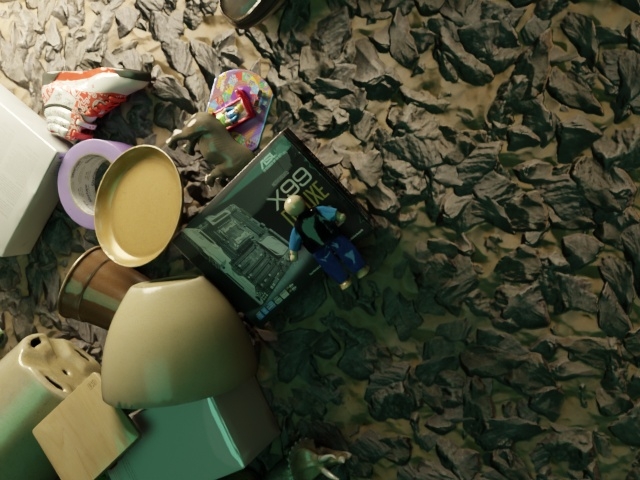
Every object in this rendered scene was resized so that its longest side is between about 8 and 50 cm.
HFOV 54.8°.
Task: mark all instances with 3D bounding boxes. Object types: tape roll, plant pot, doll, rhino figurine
[{"bbox_3d":[-0.454,-0.118,1.310,0.189,0.080,0.188,1,94,19],"label":"tape roll"},{"bbox_3d":[-0.345,-0.065,1.191,0.236,0.032,0.236,-4,82,30],"label":"plant pot"},{"bbox_3d":[0.000,0.000,1.093,0.129,0.046,0.189,-35,100,16],"label":"doll"},{"bbox_3d":[-0.623,0.379,1.309,0.334,0.334,0.305,42,94,11],"label":"plant pot"},{"bbox_3d":[-0.267,0.167,1.139,0.284,0.284,0.190,-5,95,19],"label":"plant pot"},{"bbox_3d":[-0.179,-0.150,1.211,0.243,0.073,0.106,43,113,-5],"label":"rhino figurine"},{"bbox_3d":[-0.422,0.120,1.285,0.165,0.167,0.167,24,102,6],"label":"plant pot"}]

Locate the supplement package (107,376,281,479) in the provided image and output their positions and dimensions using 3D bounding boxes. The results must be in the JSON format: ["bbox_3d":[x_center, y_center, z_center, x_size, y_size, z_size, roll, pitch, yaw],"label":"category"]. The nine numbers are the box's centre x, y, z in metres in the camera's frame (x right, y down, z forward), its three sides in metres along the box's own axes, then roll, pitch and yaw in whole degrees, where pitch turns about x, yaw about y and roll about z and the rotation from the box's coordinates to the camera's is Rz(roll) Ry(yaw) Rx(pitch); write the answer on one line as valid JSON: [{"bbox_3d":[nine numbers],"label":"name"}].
[{"bbox_3d":[-0.264,0.389,1.236,0.293,0.177,0.175,-28,85,20],"label":"supplement package"}]

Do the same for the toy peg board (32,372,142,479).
[{"bbox_3d":[-0.425,0.367,1.169,0.161,0.079,0.161,-44,66,-4],"label":"toy peg board"}]

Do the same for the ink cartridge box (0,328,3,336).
[{"bbox_3d":[-0.879,0.279,1.445,0.092,0.160,0.219,42,107,11],"label":"ink cartridge box"}]

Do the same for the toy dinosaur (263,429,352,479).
[{"bbox_3d":[-0.068,0.468,1.186,0.121,0.160,0.313,42,105,11],"label":"toy dinosaur"}]

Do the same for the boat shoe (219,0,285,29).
[{"bbox_3d":[-0.088,-0.558,1.121,0.132,0.130,0.355,37,105,13],"label":"boat shoe"}]

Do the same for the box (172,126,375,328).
[{"bbox_3d":[-0.088,-0.020,1.164,0.307,0.076,0.242,-41,98,17],"label":"box"}]

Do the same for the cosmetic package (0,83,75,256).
[{"bbox_3d":[-0.751,-0.189,1.395,0.377,0.097,0.284,39,104,12],"label":"cosmetic package"}]

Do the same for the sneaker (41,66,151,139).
[{"bbox_3d":[-0.468,-0.282,1.297,0.270,0.090,0.144,3,97,22],"label":"sneaker"}]

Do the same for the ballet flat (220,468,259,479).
[{"bbox_3d":[-0.251,0.613,1.279,0.116,0.124,0.342,45,107,9],"label":"ballet flat"}]

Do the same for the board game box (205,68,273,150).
[{"bbox_3d":[-0.174,-0.258,1.227,0.133,0.033,0.168,22,101,16],"label":"board game box"}]
